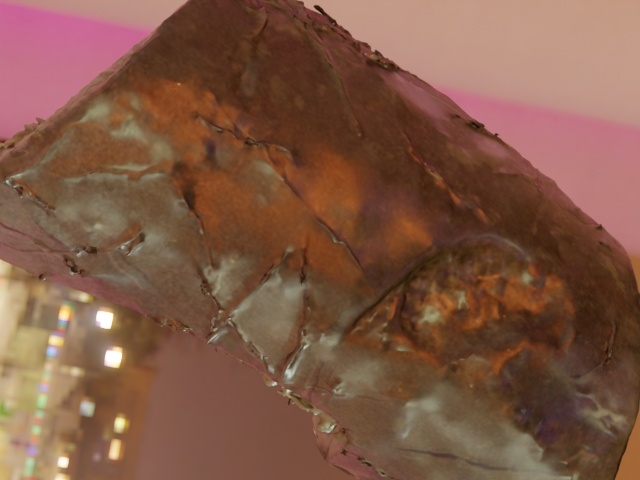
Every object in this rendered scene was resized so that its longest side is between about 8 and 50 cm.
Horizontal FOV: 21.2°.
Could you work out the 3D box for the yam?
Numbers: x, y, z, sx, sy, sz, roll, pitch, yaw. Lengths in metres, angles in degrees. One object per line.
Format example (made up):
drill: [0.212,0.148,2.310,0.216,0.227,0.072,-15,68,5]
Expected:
yam: [0.000,0.000,0.638,0.154,0.254,0.154,-55,-167,20]
